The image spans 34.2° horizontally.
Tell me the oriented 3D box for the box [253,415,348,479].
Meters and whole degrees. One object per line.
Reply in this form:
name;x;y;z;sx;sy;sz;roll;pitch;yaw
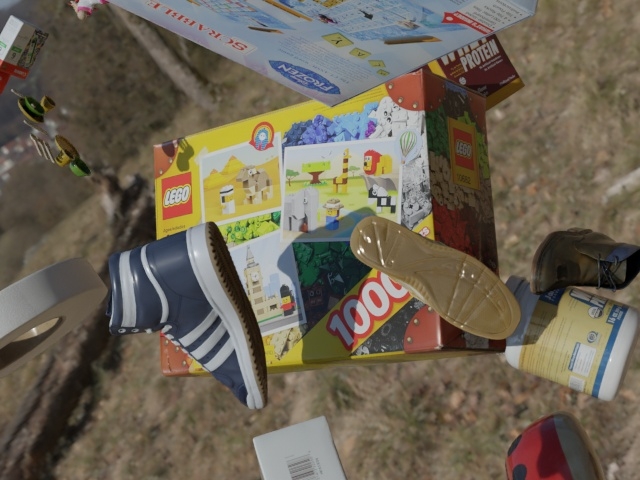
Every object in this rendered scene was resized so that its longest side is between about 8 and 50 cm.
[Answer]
box;-0.030;0.570;2.305;0.168;0.215;0.345;-16;-31;-9

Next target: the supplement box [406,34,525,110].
supplement box;0.178;-0.268;1.640;0.129;0.191;0.194;-33;4;-29

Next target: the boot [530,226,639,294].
boot;0.369;0.030;1.429;0.106;0.082;0.219;10;21;32

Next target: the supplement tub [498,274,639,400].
supplement tub;0.360;0.139;1.537;0.199;0.144;0.144;19;41;20

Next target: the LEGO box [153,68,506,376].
LEGO box;0.000;0.000;1.533;0.500;0.372;0.193;-11;-12;36

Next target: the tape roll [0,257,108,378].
tape roll;-0.557;0.170;1.836;0.392;0.072;0.392;-35;-4;-3

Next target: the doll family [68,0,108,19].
doll family;-0.273;-0.427;1.452;0.118;0.263;0.163;9;-2;-43

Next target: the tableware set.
tableware set;-0.375;-0.155;1.470;0.024;0.104;0.154;-40;54;11

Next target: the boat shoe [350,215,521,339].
boat shoe;0.109;0.030;0.948;0.063;0.170;0.059;-58;-12;7

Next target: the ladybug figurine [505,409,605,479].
ladybug figurine;0.445;0.516;1.942;0.162;0.305;0.449;-5;41;2

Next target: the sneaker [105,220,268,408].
sneaker;-0.161;0.107;1.257;0.153;0.282;0.099;-14;37;4

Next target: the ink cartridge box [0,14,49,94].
ink cartridge box;-0.445;-0.261;1.498;0.115;0.029;0.063;-60;-21;6

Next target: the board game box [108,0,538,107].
board game box;-0.031;-0.239;0.898;0.318;0.318;0.066;-14;58;58
